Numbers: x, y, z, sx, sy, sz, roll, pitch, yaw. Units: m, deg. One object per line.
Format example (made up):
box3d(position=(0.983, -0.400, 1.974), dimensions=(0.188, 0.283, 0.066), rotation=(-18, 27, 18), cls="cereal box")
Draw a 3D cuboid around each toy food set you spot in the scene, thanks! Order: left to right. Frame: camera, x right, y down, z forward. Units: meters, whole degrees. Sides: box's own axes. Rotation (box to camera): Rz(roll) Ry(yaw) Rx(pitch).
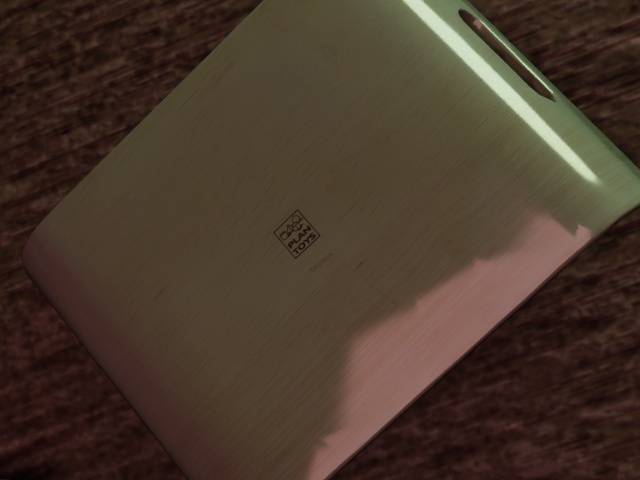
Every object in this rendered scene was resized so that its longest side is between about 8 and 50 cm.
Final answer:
box3d(position=(0.000, 0.000, 0.693), dimensions=(0.306, 0.092, 0.220), rotation=(-44, 74, 8), cls="toy food set")
